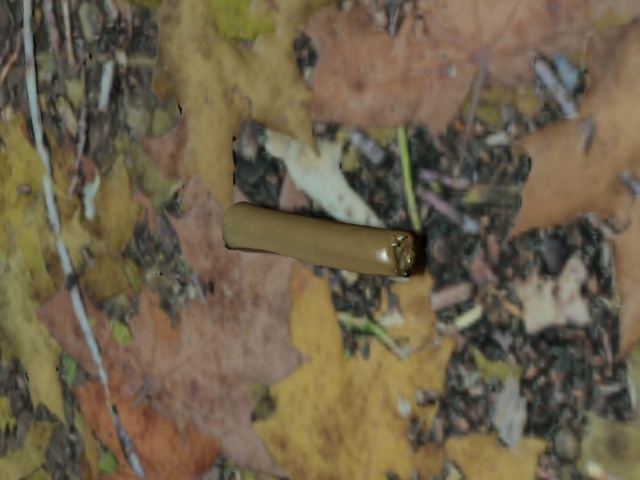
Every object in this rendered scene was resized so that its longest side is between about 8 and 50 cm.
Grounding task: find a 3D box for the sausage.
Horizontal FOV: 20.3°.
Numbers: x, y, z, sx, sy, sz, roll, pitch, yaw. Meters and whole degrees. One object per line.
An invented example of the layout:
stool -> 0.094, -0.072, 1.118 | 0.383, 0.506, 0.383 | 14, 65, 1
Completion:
sausage -> 0.000, 0.000, 0.830 | 0.116, 0.026, 0.026 | 10, 101, 45
